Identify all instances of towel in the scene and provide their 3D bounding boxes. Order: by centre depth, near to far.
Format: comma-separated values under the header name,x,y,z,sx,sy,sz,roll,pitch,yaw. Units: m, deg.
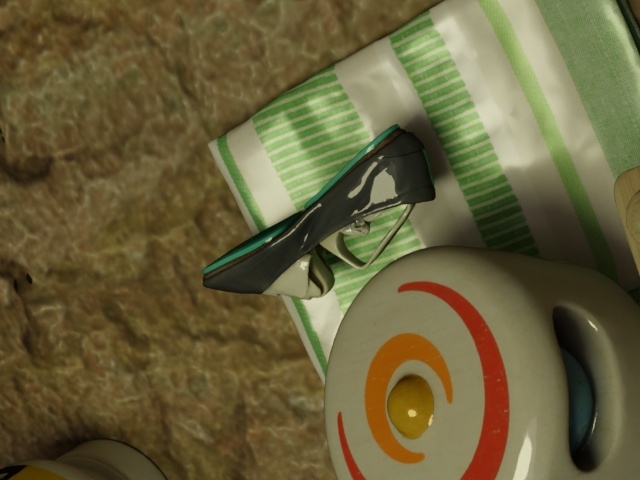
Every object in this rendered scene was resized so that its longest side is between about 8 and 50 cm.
name,x,y,z,sx,sy,sz,roll,pitch,yaw
towel,0.091,-0.031,0.749,0.324,0.038,0.248,-24,93,31

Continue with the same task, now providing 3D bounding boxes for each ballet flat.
name,x,y,z,sx,sy,sz,roll,pitch,yaw
ballet flat,0.000,0.000,0.746,0.203,0.074,0.074,-36,88,28

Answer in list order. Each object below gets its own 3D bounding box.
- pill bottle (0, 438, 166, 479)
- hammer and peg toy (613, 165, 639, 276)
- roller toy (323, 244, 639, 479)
name,x,y,z,sx,sy,sz,roll,pitch,yaw
pill bottle,-0.262,0.297,0.860,0.188,0.334,0.188,8,109,24
hammer and peg toy,0.329,0.092,0.537,0.266,0.127,0.361,-22,81,32
roller toy,0.098,0.099,0.644,0.209,0.146,0.191,46,120,45
